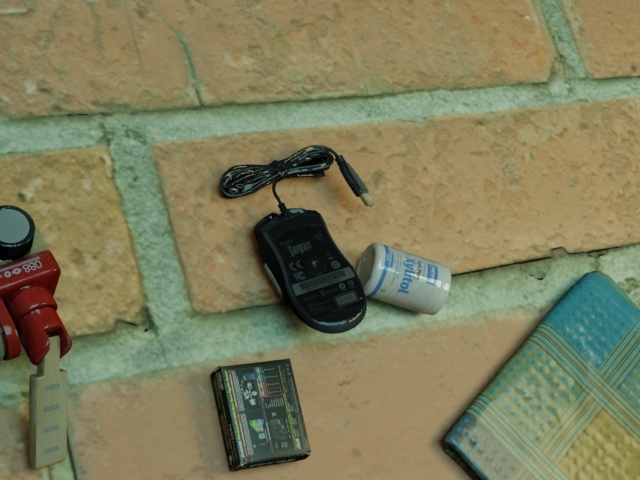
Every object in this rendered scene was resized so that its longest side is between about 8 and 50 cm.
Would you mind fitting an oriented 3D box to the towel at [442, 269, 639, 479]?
[{"bbox_3d":[0.353,0.238,1.727,0.271,0.040,0.370,47,59,1],"label":"towel"}]

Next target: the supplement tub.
[{"bbox_3d":[0.105,0.049,1.673,0.107,0.071,0.071,17,62,-17],"label":"supplement tub"}]

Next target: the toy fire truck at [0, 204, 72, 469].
[{"bbox_3d":[-0.363,0.122,1.391,0.217,0.158,0.246,-21,68,-31],"label":"toy fire truck"}]

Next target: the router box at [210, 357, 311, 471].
[{"bbox_3d":[-0.071,0.204,1.539,0.092,0.038,0.122,-3,69,-27],"label":"router box"}]

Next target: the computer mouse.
[{"bbox_3d":[0.000,0.000,1.655,0.184,0.060,0.262,-22,67,-27],"label":"computer mouse"}]
